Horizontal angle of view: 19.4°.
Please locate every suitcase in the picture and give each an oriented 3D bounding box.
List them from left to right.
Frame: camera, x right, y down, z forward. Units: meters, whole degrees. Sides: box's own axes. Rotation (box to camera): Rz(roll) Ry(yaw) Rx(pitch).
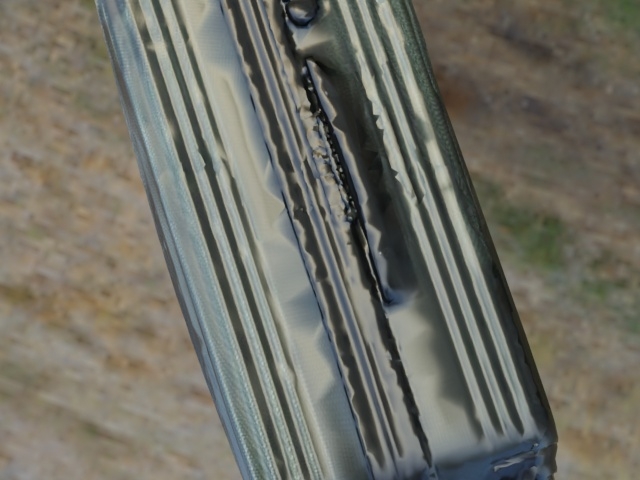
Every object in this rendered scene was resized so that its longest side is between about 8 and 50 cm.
[{"bbox_3d":[0.000,0.000,0.790,0.128,0.312,0.202,-17,174,-2],"label":"suitcase"}]
